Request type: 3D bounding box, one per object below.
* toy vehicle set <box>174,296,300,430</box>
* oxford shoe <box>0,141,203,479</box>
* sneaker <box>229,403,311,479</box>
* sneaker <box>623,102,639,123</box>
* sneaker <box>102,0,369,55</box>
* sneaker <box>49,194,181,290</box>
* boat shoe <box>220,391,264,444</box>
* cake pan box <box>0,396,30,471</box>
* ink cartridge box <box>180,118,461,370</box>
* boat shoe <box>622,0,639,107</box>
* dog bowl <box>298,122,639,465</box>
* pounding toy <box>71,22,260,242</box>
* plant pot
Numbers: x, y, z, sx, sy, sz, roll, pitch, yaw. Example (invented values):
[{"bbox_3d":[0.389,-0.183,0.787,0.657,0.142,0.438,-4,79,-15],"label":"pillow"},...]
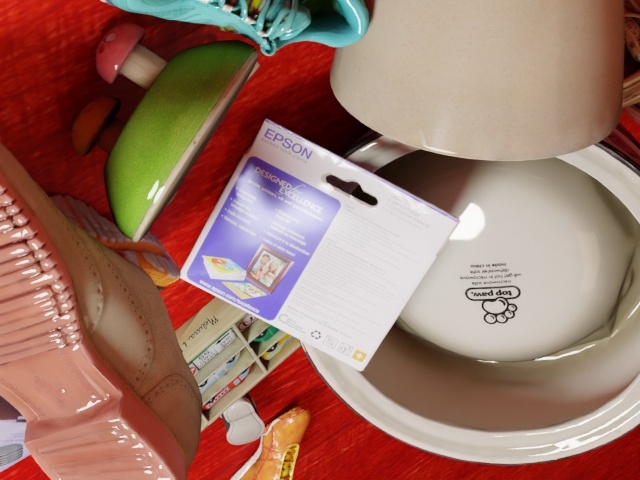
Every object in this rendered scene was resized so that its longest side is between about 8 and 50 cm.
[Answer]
[{"bbox_3d":[-0.117,0.132,1.885,0.267,0.035,0.166,-40,155,-6],"label":"toy vehicle set"},{"bbox_3d":[-0.215,0.044,1.404,0.397,0.140,0.146,65,30,-31],"label":"oxford shoe"},{"bbox_3d":[-0.050,0.270,2.165,0.064,0.067,0.175,-10,138,-47],"label":"sneaker"},{"bbox_3d":[0.402,-0.179,2.076,0.111,0.103,0.252,-54,152,19],"label":"sneaker"},{"bbox_3d":[-0.058,-0.200,1.365,0.275,0.110,0.107,-5,135,-52],"label":"sneaker"},{"bbox_3d":[-0.202,0.024,1.545,0.083,0.084,0.215,-38,155,12],"label":"sneaker"},{"bbox_3d":[-0.094,0.196,2.019,0.046,0.038,0.125,-21,152,-1],"label":"boat shoe"},{"bbox_3d":[-0.367,0.173,1.460,0.246,0.070,0.267,-33,159,26],"label":"cake pan box"},{"bbox_3d":[0.000,0.000,1.673,0.208,0.206,0.045,-59,-174,34],"label":"ink cartridge box"},{"bbox_3d":[0.311,-0.193,1.920,0.285,0.104,0.089,-41,158,-2],"label":"boat shoe"},{"bbox_3d":[0.176,0.019,1.761,0.408,0.408,0.150,-61,-174,33],"label":"dog bowl"},{"bbox_3d":[-0.142,-0.105,1.436,0.183,0.110,0.237,-57,-177,4],"label":"pounding toy"},{"bbox_3d":[0.148,-0.246,1.475,0.256,0.256,0.274,-22,132,-37],"label":"plant pot"}]
